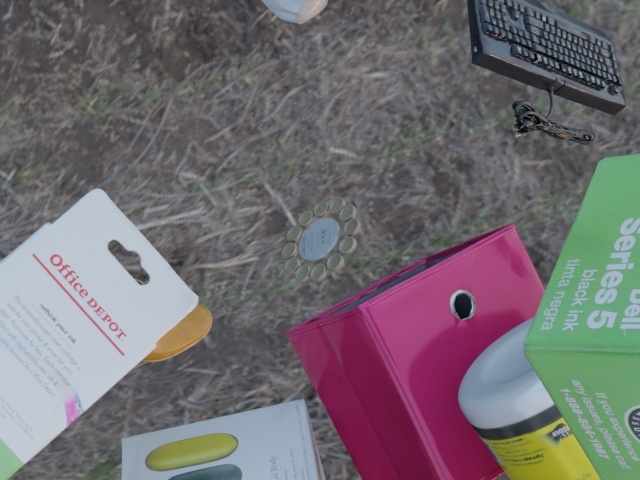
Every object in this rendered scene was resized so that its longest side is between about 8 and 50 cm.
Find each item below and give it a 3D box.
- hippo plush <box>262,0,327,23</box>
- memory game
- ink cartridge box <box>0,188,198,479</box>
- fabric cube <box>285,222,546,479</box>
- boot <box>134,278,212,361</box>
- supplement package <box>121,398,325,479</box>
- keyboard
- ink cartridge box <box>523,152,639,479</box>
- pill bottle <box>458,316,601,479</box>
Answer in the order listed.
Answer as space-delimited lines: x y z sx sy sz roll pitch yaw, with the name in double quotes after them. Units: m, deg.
-0.063 -0.393 1.244 0.294 0.236 0.234 -25 109 3 "hippo plush"
0.000 0.000 1.933 0.012 0.186 0.186 39 58 -42 "memory game"
-0.345 0.121 1.256 0.353 0.119 0.207 -41 94 -7 "ink cartridge box"
0.152 0.164 1.303 0.254 0.259 0.258 -25 88 -25 "fabric cube"
-0.306 0.127 1.718 0.295 0.211 0.104 -13 63 -25 "boot"
-0.120 0.378 1.380 0.262 0.198 0.199 -12 39 0 "supplement package"
0.303 -0.216 1.301 0.317 0.033 0.201 8 73 -41 "keyboard"
0.244 0.063 0.359 0.198 0.273 0.115 55 51 -30 "ink cartridge box"
0.314 0.249 1.096 0.188 0.188 0.334 -42 101 -32 "pill bottle"
